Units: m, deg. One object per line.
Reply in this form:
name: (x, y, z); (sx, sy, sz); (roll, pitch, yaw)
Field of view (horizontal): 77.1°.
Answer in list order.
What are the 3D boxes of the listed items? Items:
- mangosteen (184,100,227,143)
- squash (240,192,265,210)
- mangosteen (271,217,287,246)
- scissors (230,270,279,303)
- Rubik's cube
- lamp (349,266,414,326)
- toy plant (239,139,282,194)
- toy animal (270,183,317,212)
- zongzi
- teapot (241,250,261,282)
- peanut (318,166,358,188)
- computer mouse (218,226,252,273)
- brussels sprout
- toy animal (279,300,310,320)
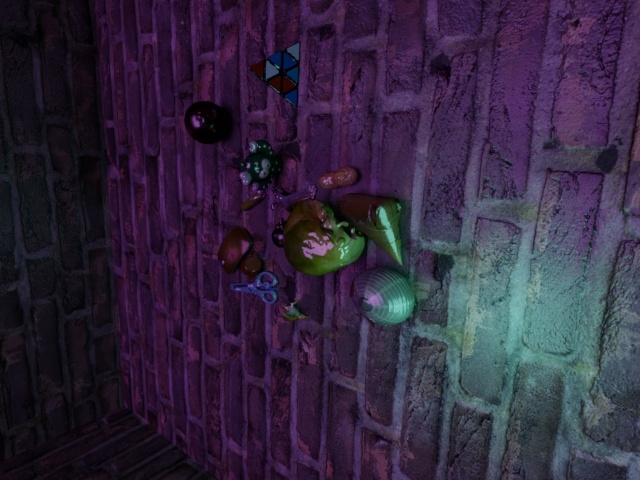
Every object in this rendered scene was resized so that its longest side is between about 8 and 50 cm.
mangosteen: (-0.611, -0.623, 2.159); (0.265, 0.228, 0.228); (146, 108, -79)
squash: (-0.361, -0.205, 2.119); (0.183, 0.052, 0.052); (-28, 80, 35)
mangosteen: (-0.175, -0.039, 1.946); (0.137, 0.137, 0.151); (-3, 104, 39)
scissors: (-0.371, 0.256, 2.216); (0.393, 0.032, 0.180); (-3, 95, 39)
Rubik's cube: (-0.226, -0.723, 1.805); (0.284, 0.234, 0.249); (-20, 86, 38)
lamp: (0.239, 0.220, 1.604); (0.265, 0.233, 0.233); (50, 124, 26)
toy plant: (-0.286, -0.350, 1.907); (0.113, 0.243, 0.232); (22, 84, 34)
toy animal: (-0.169, -0.174, 1.924); (0.273, 0.160, 0.197); (13, 107, 43)
zongzi: (0.209, -0.048, 1.663); (0.274, 0.145, 0.299); (16, 130, 48)
teapot: (-0.375, 0.141, 2.161); (0.116, 0.116, 0.173); (-24, 56, 38)
peanut: (0.075, -0.267, 1.738); (0.193, 0.089, 0.089); (-11, 91, 39)
computer mouse: (-0.491, 0.061, 2.254); (0.158, 0.072, 0.310); (55, 126, 20)
brussels sprout: (0.000, 0.000, 1.733); (0.371, 0.276, 0.314); (30, 100, 36)
toy animal: (-0.128, 0.349, 2.008); (0.155, 0.219, 0.095); (-6, 74, 3)
